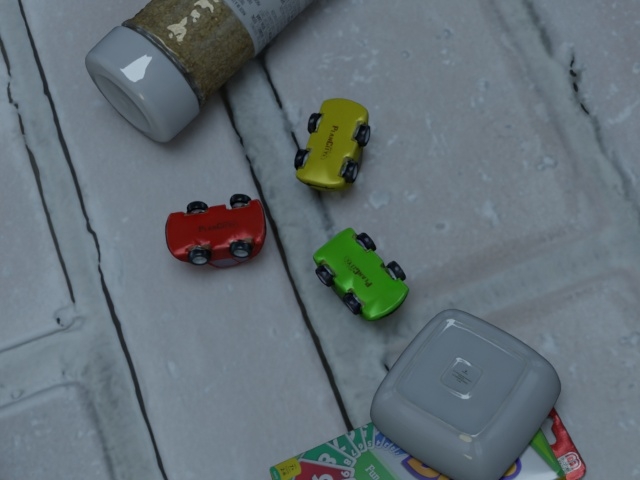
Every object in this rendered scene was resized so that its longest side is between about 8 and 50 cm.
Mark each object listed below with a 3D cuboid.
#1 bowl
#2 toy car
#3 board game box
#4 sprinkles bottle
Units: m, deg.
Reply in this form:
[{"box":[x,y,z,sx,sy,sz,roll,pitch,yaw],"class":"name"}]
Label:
[{"box":[0.126,0.131,1.497,0.142,0.053,0.142,30,68,25],"class":"bowl"},{"box":[0.000,0.000,1.623,0.239,0.053,0.225,-38,63,-10],"class":"toy car"},{"box":[0.096,0.206,1.510,0.259,0.039,0.124,-23,61,-6],"class":"board game box"},{"box":[-0.076,-0.258,1.733,0.121,0.121,0.355,38,74,25],"class":"sprinkles bottle"}]
